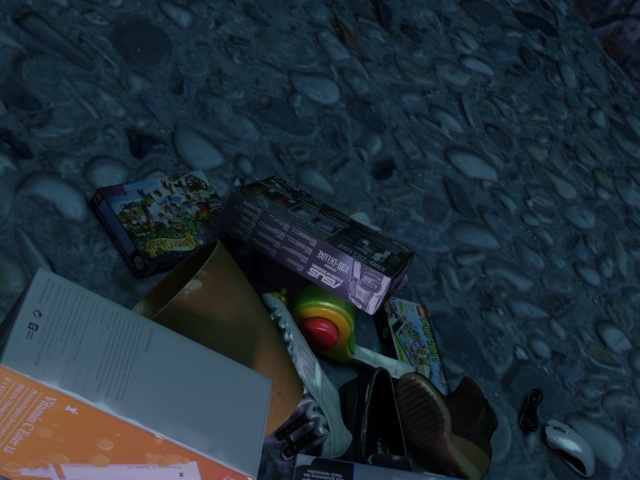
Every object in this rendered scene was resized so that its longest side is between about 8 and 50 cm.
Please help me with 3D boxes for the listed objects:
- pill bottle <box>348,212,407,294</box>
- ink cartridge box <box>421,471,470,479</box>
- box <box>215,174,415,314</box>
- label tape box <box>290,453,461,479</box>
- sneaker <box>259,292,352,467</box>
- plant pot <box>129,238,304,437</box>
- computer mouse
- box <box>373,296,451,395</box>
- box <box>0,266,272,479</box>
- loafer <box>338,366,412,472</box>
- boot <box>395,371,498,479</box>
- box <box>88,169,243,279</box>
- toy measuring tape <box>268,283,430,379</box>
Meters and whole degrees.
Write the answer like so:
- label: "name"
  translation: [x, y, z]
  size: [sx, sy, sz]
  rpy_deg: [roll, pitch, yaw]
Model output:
- label: "pill bottle"
  translation: [0.095, 0.029, 1.953]
  size: [0.087, 0.087, 0.160]
  rpy_deg: [-2, 55, -44]
- label: "ink cartridge box"
  translation: [0.206, 0.472, 1.635]
  size: [0.104, 0.061, 0.181]
  rpy_deg: [17, 44, -30]
- label: "box"
  translation: [0.000, 0.000, 1.776]
  size: [0.307, 0.076, 0.242]
  rpy_deg: [29, 16, 8]
- label: "label tape box"
  translation: [0.064, 0.477, 1.389]
  size: [0.249, 0.115, 0.347]
  rpy_deg: [10, 40, -2]
- label: "sneaker"
  translation: [-0.040, 0.222, 1.634]
  size: [0.118, 0.110, 0.292]
  rpy_deg: [3, 60, -51]
- label: "plant pot"
  translation: [-0.152, 0.170, 1.496]
  size: [0.254, 0.237, 0.237]
  rpy_deg: [49, 35, -12]
- label: "computer mouse"
  translation: [0.472, 0.380, 1.990]
  size: [0.193, 0.042, 0.106]
  rpy_deg: [41, 35, -2]
- label: "box"
  translation: [0.167, 0.202, 1.890]
  size: [0.114, 0.036, 0.207]
  rpy_deg: [15, 44, -33]
- label: "box"
  translation: [-0.269, 0.223, 1.316]
  size: [0.345, 0.215, 0.168]
  rpy_deg: [28, 39, -18]
- label: "loafer"
  translation: [0.093, 0.340, 1.632]
  size: [0.109, 0.095, 0.302]
  rpy_deg: [17, 43, -30]
- label: "boot"
  translation: [0.224, 0.294, 1.785]
  size: [0.248, 0.090, 0.207]
  rpy_deg: [59, 29, -13]
- label: "box"
  translation: [-0.254, -0.032, 1.727]
  size: [0.233, 0.044, 0.159]
  rpy_deg: [-17, 65, -49]
- label: "toy measuring tape"
  translation: [0.060, 0.153, 1.744]
  size: [0.330, 0.121, 0.121]
  rpy_deg: [23, 40, -11]
